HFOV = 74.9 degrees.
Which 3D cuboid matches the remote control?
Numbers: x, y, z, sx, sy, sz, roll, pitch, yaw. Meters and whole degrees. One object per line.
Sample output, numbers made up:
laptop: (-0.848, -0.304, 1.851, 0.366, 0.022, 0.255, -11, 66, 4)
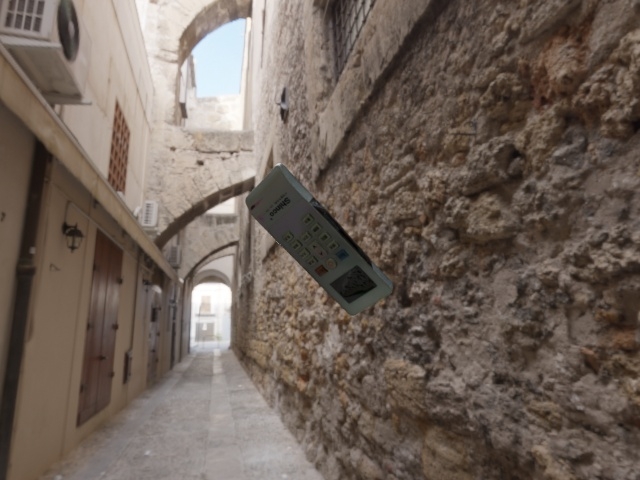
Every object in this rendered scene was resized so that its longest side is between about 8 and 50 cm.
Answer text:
remote control: (0.000, 0.000, 0.419, 0.065, 0.166, 0.029, -39, 8, 33)
